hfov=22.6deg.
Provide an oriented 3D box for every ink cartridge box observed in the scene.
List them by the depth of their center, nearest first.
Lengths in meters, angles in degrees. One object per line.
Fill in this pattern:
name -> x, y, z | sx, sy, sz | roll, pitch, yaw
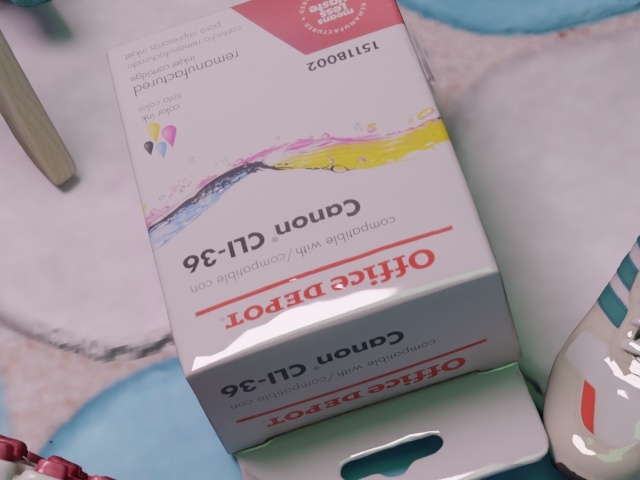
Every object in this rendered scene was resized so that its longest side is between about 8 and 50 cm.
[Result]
ink cartridge box -> 0.000, 0.000, 0.589 | 0.115, 0.067, 0.198 | -19, 54, 2

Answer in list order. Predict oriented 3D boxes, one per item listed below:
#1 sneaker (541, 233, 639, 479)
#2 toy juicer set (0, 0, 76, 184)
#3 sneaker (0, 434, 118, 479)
sneaker -> 0.128, 0.015, 0.576 | 0.057, 0.075, 0.161 | 28, 60, 22
toy juicer set -> -0.178, -0.202, 0.670 | 0.089, 0.209, 0.329 | -30, 56, -8
sneaker -> -0.066, 0.129, 0.480 | 0.299, 0.121, 0.112 | 17, 77, 21
